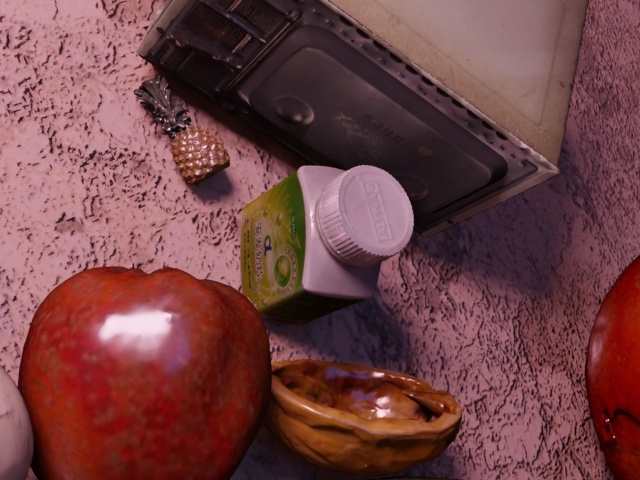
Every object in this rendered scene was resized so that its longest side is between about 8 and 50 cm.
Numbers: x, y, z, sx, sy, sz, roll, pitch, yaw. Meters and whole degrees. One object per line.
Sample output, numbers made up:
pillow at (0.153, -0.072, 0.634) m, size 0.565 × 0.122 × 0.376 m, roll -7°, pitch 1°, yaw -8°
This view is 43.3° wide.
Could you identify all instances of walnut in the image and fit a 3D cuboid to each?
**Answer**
walnut at (0.029, 0.180, 0.790) m, size 0.211 × 0.167 × 0.087 m, roll 10°, pitch 101°, yaw -21°

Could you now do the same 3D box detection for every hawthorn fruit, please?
hawthorn fruit at (-0.148, 0.141, 0.636) m, size 0.208 × 0.208 × 0.248 m, roll 19°, pitch 73°, yaw -28°

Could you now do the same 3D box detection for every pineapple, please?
pineapple at (-0.143, -0.119, 0.825) m, size 0.058 × 0.058 × 0.124 m, roll -32°, pitch 91°, yaw -38°

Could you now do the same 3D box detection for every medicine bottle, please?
medicine bottle at (0.000, 0.000, 0.792) m, size 0.088 × 0.188 × 0.131 m, roll 10°, pitch 67°, yaw -31°

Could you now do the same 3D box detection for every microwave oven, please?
microwave oven at (0.057, -0.242, 0.885) m, size 0.394 × 0.247 × 0.332 m, roll 32°, pitch 59°, yaw -21°

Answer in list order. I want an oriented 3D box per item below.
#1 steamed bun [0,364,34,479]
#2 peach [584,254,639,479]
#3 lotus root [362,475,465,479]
steamed bun at (-0.305, 0.117, 0.511) m, size 0.232 × 0.232 × 0.145 m, roll 0°, pitch 83°, yaw -34°
peach at (0.512, 0.187, 0.979) m, size 0.353 × 0.339 × 0.416 m, roll -3°, pitch 70°, yaw -35°
lotus root at (0.091, 0.299, 0.759) m, size 0.275 × 0.160 × 0.151 m, roll 6°, pitch 59°, yaw -32°
